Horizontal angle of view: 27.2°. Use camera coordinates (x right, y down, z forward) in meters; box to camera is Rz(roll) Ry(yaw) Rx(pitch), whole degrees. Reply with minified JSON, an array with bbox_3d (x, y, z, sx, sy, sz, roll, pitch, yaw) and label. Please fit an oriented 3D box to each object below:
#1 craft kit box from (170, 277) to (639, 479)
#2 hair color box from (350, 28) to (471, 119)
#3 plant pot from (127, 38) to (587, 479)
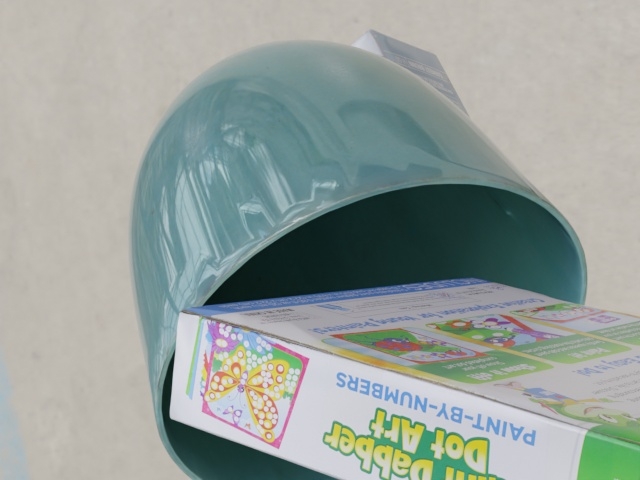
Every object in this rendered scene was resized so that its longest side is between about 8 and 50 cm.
[{"bbox_3d":[0.107,0.070,0.589,0.246,0.249,0.061,10,98,37],"label":"craft kit box"},{"bbox_3d":[0.084,0.020,1.178,0.185,0.113,0.375,-39,62,28],"label":"hair color box"},{"bbox_3d":[0.000,0.000,0.918,0.293,0.293,0.235,-63,36,32],"label":"plant pot"}]
